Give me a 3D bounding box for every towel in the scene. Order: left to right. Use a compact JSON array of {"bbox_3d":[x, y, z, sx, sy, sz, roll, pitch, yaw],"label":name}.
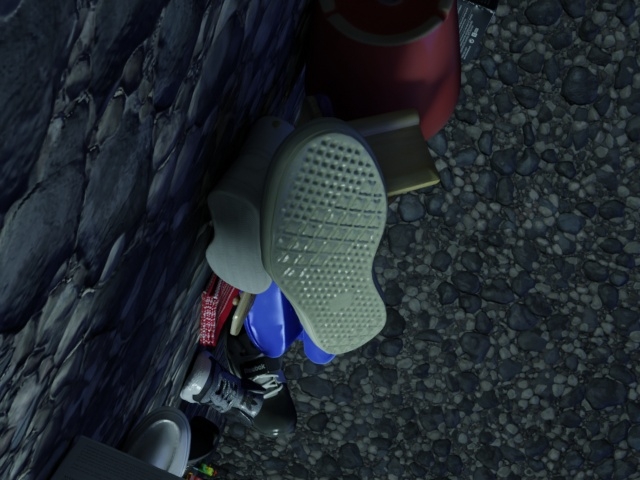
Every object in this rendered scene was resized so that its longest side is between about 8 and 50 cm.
[{"bbox_3d":[-0.162,0.067,1.304,0.275,0.031,0.199,110,2,-63],"label":"towel"}]

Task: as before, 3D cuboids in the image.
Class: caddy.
[{"bbox_3d":[-0.036,0.097,1.555,0.179,0.241,0.341,-57,147,-57],"label":"caddy"}]

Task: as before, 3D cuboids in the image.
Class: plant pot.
[{"bbox_3d":[0.100,-0.310,1.130,0.243,0.275,0.275,83,28,-69],"label":"plant pot"}]

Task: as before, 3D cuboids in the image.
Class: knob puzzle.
[{"bbox_3d":[-0.138,0.092,1.353,0.213,0.030,0.213,22,90,-89],"label":"knob puzzle"}]

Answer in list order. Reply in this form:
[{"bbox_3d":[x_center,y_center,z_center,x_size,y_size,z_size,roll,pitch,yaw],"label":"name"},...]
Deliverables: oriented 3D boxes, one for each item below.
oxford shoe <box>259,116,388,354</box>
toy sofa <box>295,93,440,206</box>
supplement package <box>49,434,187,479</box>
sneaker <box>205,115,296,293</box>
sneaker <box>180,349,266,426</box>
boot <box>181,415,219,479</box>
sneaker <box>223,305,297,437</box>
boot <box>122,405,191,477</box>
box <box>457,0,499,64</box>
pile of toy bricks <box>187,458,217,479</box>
[{"bbox_3d":[0.000,0.000,0.951,0.449,0.169,0.130,77,-12,-56],"label":"oxford shoe"},{"bbox_3d":[0.031,-0.094,1.168,0.362,0.150,0.177,131,-58,-65],"label":"toy sofa"},{"bbox_3d":[-0.199,0.361,0.728,0.145,0.204,0.262,-65,177,-55],"label":"supplement package"},{"bbox_3d":[-0.080,-0.047,1.016,0.292,0.108,0.169,108,8,-62],"label":"sneaker"},{"bbox_3d":[-0.186,0.297,1.448,0.268,0.153,0.101,110,3,-74],"label":"sneaker"},{"bbox_3d":[-0.307,0.498,1.520,0.229,0.091,0.263,-60,172,2],"label":"boot"},{"bbox_3d":[-0.148,0.280,1.625,0.146,0.122,0.330,93,-27,-45],"label":"sneaker"},{"bbox_3d":[-0.245,0.343,0.951,0.123,0.095,0.258,137,-23,-76],"label":"boot"},{"bbox_3d":[0.303,-0.672,1.871,0.179,0.312,0.343,111,2,-55],"label":"box"},{"bbox_3d":[-0.333,0.615,1.982,0.212,0.105,0.118,110,2,-68],"label":"pile of toy bricks"}]
